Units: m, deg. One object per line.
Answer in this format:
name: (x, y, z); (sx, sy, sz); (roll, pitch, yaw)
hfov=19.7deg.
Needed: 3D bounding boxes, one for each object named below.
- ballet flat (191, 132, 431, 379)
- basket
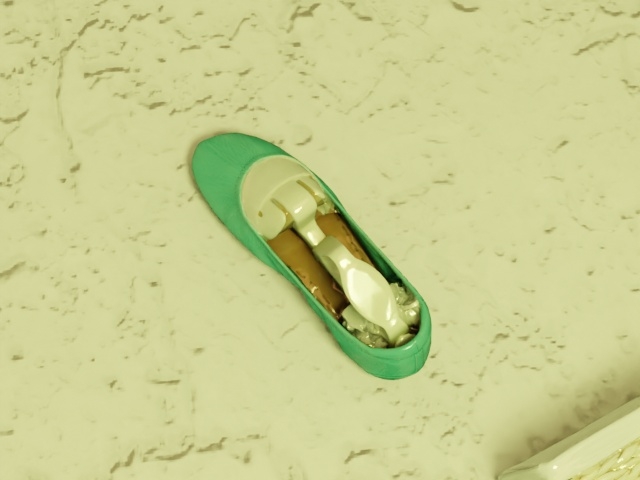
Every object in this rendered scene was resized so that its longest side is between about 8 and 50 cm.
ballet flat: (0.000, 0.000, 1.407); (0.083, 0.087, 0.247); (-40, 84, -18)
basket: (0.238, 0.180, 1.388); (0.167, 0.113, 0.103); (-27, 84, -17)
